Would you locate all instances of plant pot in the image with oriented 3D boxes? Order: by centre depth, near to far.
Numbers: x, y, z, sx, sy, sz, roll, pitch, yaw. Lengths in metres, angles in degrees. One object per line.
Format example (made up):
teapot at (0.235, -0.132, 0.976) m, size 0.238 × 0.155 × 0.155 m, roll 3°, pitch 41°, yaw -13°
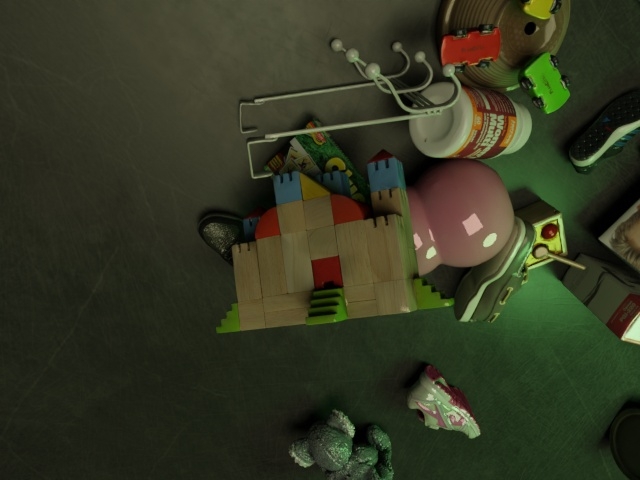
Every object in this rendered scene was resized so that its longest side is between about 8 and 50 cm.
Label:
plant pot at (0.326, -0.364, 0.852) m, size 0.237 × 0.110 × 0.237 m, roll -4°, pitch 117°, yaw -9°

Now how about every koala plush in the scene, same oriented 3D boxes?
koala plush at (0.051, 0.519, 1.226) m, size 0.196 × 0.203 × 0.221 m, roll -36°, pitch 106°, yaw 8°

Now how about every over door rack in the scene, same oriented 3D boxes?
over door rack at (0.018, -0.232, 0.788) m, size 0.324 × 0.239 × 0.108 m, roll -20°, pitch 121°, yaw -1°

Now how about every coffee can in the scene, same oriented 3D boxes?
coffee can at (0.998, 0.580, 1.411) m, size 0.275 × 0.201 × 0.201 m, roll 9°, pitch 115°, yaw -15°

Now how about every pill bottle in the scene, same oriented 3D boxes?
pill bottle at (0.266, -0.202, 0.875) m, size 0.221 × 0.121 × 0.121 m, roll -6°, pitch 122°, yaw -40°

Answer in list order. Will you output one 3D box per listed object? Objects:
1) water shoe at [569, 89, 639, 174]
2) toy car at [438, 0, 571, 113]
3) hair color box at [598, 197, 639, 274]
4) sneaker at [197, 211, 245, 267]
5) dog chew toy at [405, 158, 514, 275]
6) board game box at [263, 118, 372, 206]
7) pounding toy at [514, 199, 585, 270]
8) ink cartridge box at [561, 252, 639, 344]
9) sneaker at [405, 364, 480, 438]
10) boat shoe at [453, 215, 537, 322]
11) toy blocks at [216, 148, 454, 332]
water shoe at (0.587, -0.217, 1.010) m, size 0.203 × 0.073 × 0.080 m, roll -38°, pitch 144°, yaw 10°
toy car at (0.316, -0.295, 0.790) m, size 0.239 × 0.053 × 0.225 m, roll -40°, pitch 119°, yaw 8°
hair color box at (0.776, -0.068, 1.038) m, size 0.347 × 0.174 × 0.105 m, roll -51°, pitch 149°, yaw 16°
sneaker at (-0.137, 0.039, 0.965) m, size 0.087 × 0.130 × 0.227 m, roll -42°, pitch 114°, yaw 10°
dog chew toy at (0.183, -0.026, 0.958) m, size 0.332 × 0.206 × 0.206 m, roll -19°, pitch 119°, yaw 9°
board game box at (0.022, -0.074, 0.899) m, size 0.136 × 0.030 × 0.259 m, roll -40°, pitch 82°, yaw 21°
pounding toy at (0.468, 0.007, 1.073) m, size 0.130 × 0.100 × 0.141 m, roll -23°, pitch 118°, yaw 2°
ink cartridge box at (0.668, 0.132, 1.107) m, size 0.159 × 0.218 × 0.092 m, roll 15°, pitch 113°, yaw -17°
sneaker at (0.303, 0.420, 1.265) m, size 0.111 × 0.103 × 0.252 m, roll -39°, pitch 111°, yaw 15°
boat shoe at (0.373, 0.069, 1.051) m, size 0.091 × 0.109 × 0.305 m, roll 9°, pitch 136°, yaw -5°
toy blocks at (0.000, 0.000, 0.829) m, size 0.381 × 0.191 × 0.261 m, roll -11°, pitch 83°, yaw 23°
